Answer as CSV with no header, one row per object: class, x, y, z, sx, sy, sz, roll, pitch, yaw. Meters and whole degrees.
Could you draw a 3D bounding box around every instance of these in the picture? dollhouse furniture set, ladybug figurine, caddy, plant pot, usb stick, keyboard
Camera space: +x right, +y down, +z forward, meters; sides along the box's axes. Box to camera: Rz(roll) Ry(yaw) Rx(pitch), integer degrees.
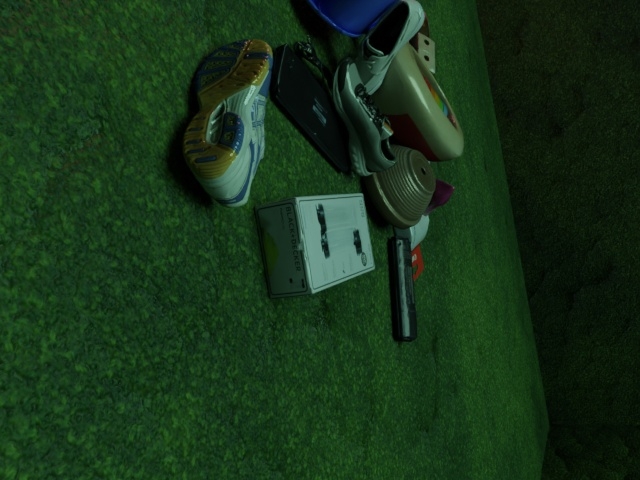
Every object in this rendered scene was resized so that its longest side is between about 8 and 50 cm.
dollhouse furniture set,0.226,-0.543,1.668,0.183,0.129,0.129,20,60,-26
ladybug figurine,0.246,-0.356,1.530,0.449,0.161,0.305,36,35,-47
caddy,0.066,-0.600,1.289,0.241,0.179,0.341,52,40,-11
plant pot,0.219,-0.156,1.458,0.237,0.109,0.238,29,50,-41
usb stick,0.218,0.127,1.497,0.077,0.045,0.278,11,72,-45
keyboard,-0.007,-0.300,1.216,0.317,0.033,0.202,41,52,-52

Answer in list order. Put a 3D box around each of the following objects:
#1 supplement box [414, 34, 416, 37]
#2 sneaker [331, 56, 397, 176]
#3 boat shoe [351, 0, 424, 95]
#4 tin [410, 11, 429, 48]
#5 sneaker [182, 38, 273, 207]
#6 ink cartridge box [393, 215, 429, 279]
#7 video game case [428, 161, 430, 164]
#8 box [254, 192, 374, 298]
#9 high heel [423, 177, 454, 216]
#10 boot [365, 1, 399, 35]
supplement box,0.261,-0.684,1.806,0.083,0.056,0.083,-29,108,-61
sneaker,0.102,-0.278,1.269,0.100,0.107,0.272,-51,128,-48
boat shoe,0.129,-0.430,1.295,0.096,0.267,0.088,52,31,9
tin,0.326,-0.680,1.876,0.190,0.040,0.106,66,8,-82
sneaker,-0.136,-0.186,0.889,0.131,0.111,0.297,73,25,-54
ink cartridge box,0.275,-0.005,1.639,0.189,0.066,0.233,-33,107,-61
video game case,0.309,-0.345,1.835,0.183,0.023,0.202,14,70,-60
box,0.000,0.000,1.079,0.290,0.087,0.169,-15,95,-63
high heel,0.300,-0.188,1.613,0.082,0.117,0.244,26,36,-31
boot,0.125,-0.660,1.502,0.112,0.115,0.306,38,30,-62
